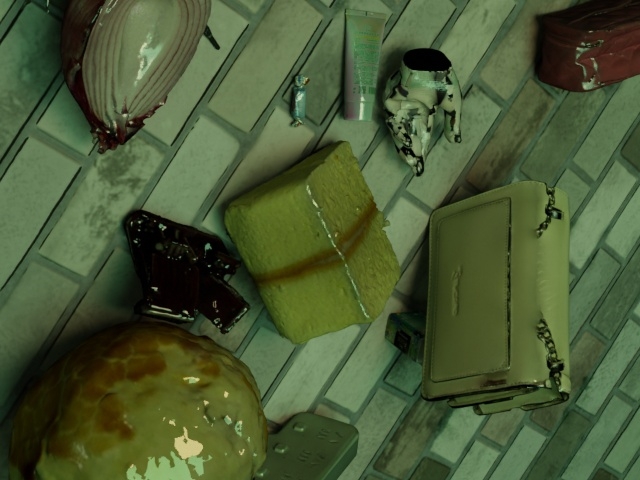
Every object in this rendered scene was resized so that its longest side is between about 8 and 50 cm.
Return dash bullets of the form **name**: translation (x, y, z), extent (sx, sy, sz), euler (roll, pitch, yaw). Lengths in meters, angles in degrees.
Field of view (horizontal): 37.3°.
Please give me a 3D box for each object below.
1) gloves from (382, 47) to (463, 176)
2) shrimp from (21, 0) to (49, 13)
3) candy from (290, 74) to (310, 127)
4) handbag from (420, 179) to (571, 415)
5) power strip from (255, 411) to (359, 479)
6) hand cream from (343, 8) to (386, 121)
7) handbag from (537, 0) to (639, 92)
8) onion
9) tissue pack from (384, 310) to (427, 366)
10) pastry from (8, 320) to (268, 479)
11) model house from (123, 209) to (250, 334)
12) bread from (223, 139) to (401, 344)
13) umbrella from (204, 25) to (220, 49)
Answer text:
- **gloves**: translation (0.165, -0.209, 1.568), extent (0.128, 0.111, 0.212), euler (-25, 147, -26)
- **shrimp**: translation (-0.299, -0.489, 1.169), extent (0.222, 0.166, 0.410), euler (17, 85, -1)
- **candy**: translation (-0.031, -0.219, 1.495), extent (0.030, 0.020, 0.083), euler (-8, 113, -26)
- **handbag**: translation (0.310, 0.099, 1.595), extent (0.160, 0.237, 0.358), euler (21, 63, -31)
- **power strip**: translation (-0.068, 0.370, 1.596), extent (0.265, 0.194, 0.059), euler (-37, 134, -58)
- **hand cream**: translation (0.068, -0.279, 1.521), extent (0.076, 0.047, 0.174), euler (-1, 100, -29)
- **handbag**: translation (0.495, -0.353, 1.674), extent (0.225, 0.146, 0.135), euler (-19, 122, -23)
- **onion**: translation (-0.274, -0.256, 1.271), extent (0.227, 0.120, 0.283), euler (-11, 130, -57)
- **tissue pack**: translation (0.179, 0.184, 1.712), extent (0.085, 0.111, 0.079), euler (0, 109, -29)
- **pastry**: translation (-0.265, 0.281, 1.351), extent (0.388, 0.388, 0.312), euler (-41, 90, -10)
- **model house**: translation (-0.193, 0.059, 1.423), extent (0.203, 0.164, 0.141), euler (13, 106, -35)
- **bread**: translation (0.000, 0.000, 1.520), extent (0.263, 0.198, 0.236), euler (65, 33, -15)
- **umbrella**: translation (-0.210, -0.376, 1.331), extent (0.269, 0.044, 0.044), euler (51, 42, -40)
